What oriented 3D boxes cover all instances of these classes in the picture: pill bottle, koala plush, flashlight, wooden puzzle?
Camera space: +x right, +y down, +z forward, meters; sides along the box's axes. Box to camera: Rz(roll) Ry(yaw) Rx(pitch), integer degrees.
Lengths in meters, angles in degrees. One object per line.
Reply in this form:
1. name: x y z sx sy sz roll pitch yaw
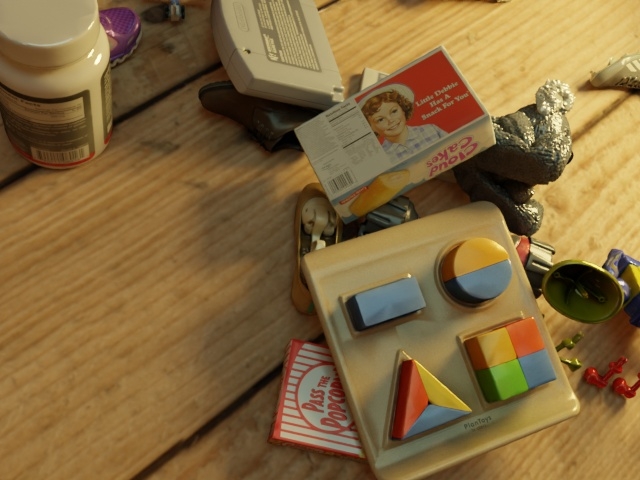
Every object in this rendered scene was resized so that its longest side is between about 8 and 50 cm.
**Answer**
1. pill bottle: -0.377 -0.235 1.008 0.161 0.283 0.161 6 64 -12
2. koala plush: 0.341 -0.162 1.206 0.203 0.196 0.221 35 57 24
3. flashlight: 0.218 0.000 1.158 0.304 0.103 0.103 23 22 0
4. wooden puzzle: 0.175 0.127 1.014 0.322 0.080 0.347 -17 76 -14

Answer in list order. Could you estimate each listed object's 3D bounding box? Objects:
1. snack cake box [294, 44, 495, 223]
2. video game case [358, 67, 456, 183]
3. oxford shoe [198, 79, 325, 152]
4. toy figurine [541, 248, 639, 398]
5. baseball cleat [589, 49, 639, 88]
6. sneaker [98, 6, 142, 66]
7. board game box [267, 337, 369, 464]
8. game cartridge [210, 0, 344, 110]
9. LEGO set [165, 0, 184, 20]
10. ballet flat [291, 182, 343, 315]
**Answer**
1. snack cake box: 0.111 -0.160 1.101 0.265 0.089 0.152 -28 60 6
2. video game case: 0.158 -0.207 1.278 0.202 0.023 0.183 15 63 -8
3. oxford shoe: -0.093 -0.198 1.178 0.227 0.083 0.096 15 65 -7
4. toy figurine: 0.497 0.109 1.183 0.363 0.191 0.217 24 34 -4
5. baseball cleat: 0.635 -0.326 1.430 0.206 0.072 0.109 -25 80 -19
6. sneaker: -0.395 -0.329 1.149 0.237 0.104 0.095 -27 73 -25
7. board game box: 0.034 0.235 1.028 0.194 0.045 0.146 14 63 -8
8. game cartridge: -0.081 -0.340 1.200 0.198 0.062 0.297 4 51 -24
9. LEGO set: -0.261 -0.491 1.284 0.244 0.060 0.182 38 63 8
10. ballet flat: 0.000 0.000 1.113 0.080 0.073 0.232 6 64 -10
